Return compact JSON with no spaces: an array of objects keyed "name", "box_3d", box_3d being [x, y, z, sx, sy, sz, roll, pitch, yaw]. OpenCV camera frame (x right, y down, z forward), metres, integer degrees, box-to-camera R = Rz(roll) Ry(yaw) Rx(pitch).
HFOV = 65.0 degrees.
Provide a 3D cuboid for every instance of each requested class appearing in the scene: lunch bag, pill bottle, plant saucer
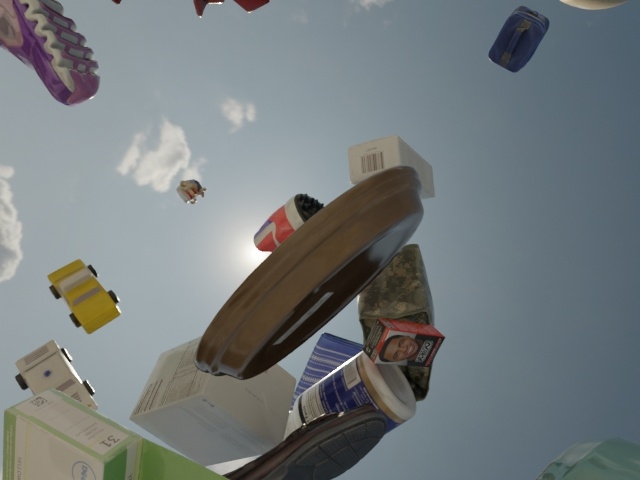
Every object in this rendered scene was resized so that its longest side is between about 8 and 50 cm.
[{"name":"lunch bag","box_3d":[0.331,-0.336,0.836,0.067,0.065,0.098,31,-42,10]},{"name":"pill bottle","box_3d":[0.042,0.339,0.987,0.264,0.153,0.153,-38,-118,16]},{"name":"plant saucer","box_3d":[0.002,0.042,0.488,0.041,0.278,0.278,48,-70,14]},{"name":"lunch bag","box_3d":[0.175,0.191,1.134,0.168,0.287,0.235,-9,-146,11]}]

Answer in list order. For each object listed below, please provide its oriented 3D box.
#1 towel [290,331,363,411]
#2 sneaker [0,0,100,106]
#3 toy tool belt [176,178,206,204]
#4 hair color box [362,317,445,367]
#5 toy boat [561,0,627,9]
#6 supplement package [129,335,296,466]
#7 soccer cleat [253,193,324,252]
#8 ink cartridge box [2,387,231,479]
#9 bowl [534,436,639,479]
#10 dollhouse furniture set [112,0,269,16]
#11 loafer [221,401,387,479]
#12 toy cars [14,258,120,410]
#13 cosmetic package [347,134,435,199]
[{"name":"towel","box_3d":[0.056,0.431,1.437,0.040,0.243,0.336,-94,-155,-69]},{"name":"sneaker","box_3d":[-0.328,-0.232,0.520,0.104,0.095,0.236,-34,-87,2]},{"name":"toy tool belt","box_3d":[-0.256,-0.105,1.016,0.051,0.052,0.083,-38,-157,-21]},{"name":"hair color box","box_3d":[0.152,0.187,0.910,0.043,0.141,0.072,43,-64,54]},{"name":"toy boat","box_3d":[0.267,-0.406,0.566,0.148,0.318,0.268,-46,-149,48]},{"name":"supplement package","box_3d":[-0.192,0.292,0.929,0.203,0.194,0.149,-25,-148,30]},{"name":"soccer cleat","box_3d":[0.000,0.000,0.954,0.116,0.318,0.109,-31,-113,20]},{"name":"ink cartridge box","box_3d":[-0.182,0.255,0.448,0.234,0.056,0.171,17,-74,21]},{"name":"bowl","box_3d":[0.306,0.337,0.534,0.163,0.311,0.312,38,-76,44]},{"name":"dollhouse furniture set","box_3d":[-0.292,-0.553,1.043,0.201,0.374,0.152,-11,-104,30]},{"name":"loafer","box_3d":[-0.041,0.336,0.787,0.302,0.109,0.095,-33,-143,-6]},{"name":"toy cars","box_3d":[-0.521,0.186,1.032,0.176,0.087,0.394,1,-129,-5]},{"name":"cosmetic package","box_3d":[0.162,-0.148,1.112,0.117,0.231,0.086,-8,-101,27]}]
